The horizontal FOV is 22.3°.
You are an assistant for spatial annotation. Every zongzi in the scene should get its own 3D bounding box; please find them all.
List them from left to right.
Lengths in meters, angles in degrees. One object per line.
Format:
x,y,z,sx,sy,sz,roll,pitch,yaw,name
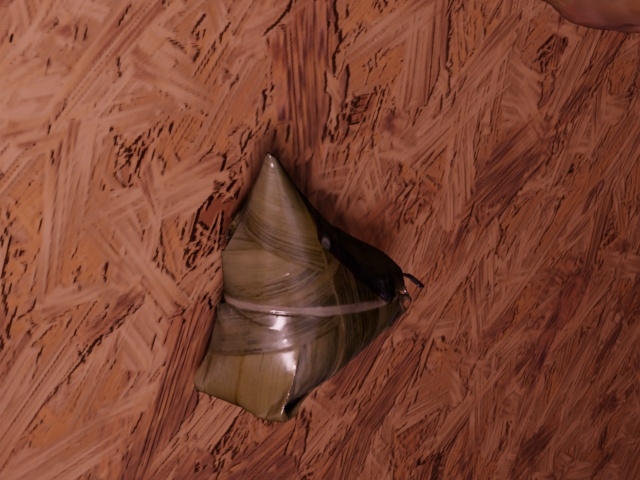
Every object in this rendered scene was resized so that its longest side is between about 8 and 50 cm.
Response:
0.002,-0.001,1.157,0.205,0.094,0.204,-33,135,-50,zongzi

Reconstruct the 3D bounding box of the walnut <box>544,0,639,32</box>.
0.227,-0.254,0.862,0.344,0.306,0.306,-10,126,-46,walnut
